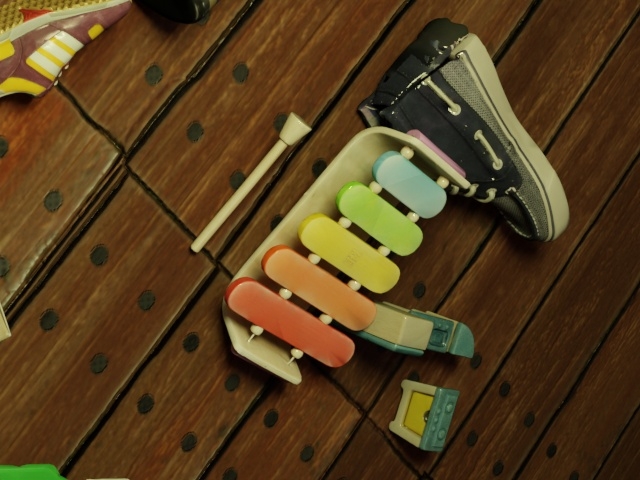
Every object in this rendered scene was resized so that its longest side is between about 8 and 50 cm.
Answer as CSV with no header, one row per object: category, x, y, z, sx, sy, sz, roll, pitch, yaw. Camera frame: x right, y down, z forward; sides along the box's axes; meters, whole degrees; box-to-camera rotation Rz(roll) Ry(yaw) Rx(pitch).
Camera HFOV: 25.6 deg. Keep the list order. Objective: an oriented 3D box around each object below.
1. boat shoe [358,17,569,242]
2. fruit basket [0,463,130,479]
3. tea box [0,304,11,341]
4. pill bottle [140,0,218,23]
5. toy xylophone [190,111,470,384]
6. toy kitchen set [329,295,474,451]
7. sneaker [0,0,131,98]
boat shoe,0.169,-0.091,1.695,0.158,0.127,0.340,-44,120,-16
fruit basket,-0.364,0.383,1.351,0.327,0.165,0.353,5,115,-43
tea box,-0.429,-0.026,0.896,0.329,0.220,0.324,-27,116,-28
pill bottle,-0.097,-0.324,1.366,0.219,0.123,0.123,-51,130,-19
toy xylophone,0.000,0.000,1.539,0.236,0.081,0.323,24,106,-41
toy kitchen set,0.105,0.168,1.701,0.207,0.122,0.166,15,92,-44
sneaker,-0.257,-0.181,1.310,0.185,0.069,0.084,-25,127,-28
